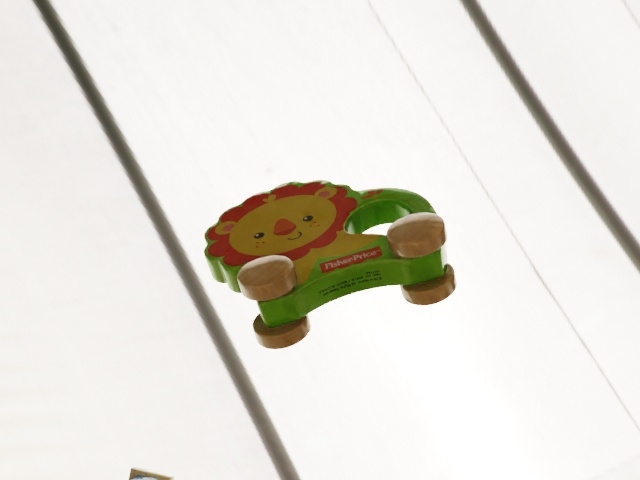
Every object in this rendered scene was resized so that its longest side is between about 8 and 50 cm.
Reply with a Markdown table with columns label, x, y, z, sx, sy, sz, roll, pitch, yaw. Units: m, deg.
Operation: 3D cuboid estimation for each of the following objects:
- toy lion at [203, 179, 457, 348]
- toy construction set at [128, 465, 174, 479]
| label | x | y | z | sx | sy | sz | roll | pitch | yaw |
| --- | --- | --- | --- | --- | --- | --- | --- | --- | --- |
| toy lion | 0.000 | 0.000 | 0.484 | 0.100 | 0.034 | 0.096 | -16 | -149 | 1 |
| toy construction set | -0.188 | 0.352 | 0.864 | 0.215 | 0.151 | 0.327 | -15 | -107 | 9 |
